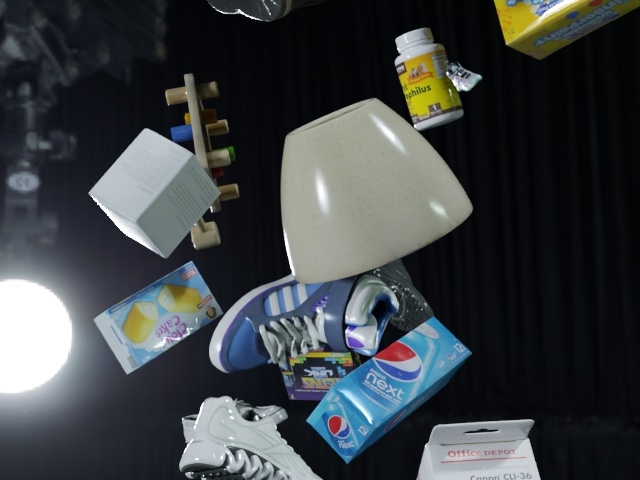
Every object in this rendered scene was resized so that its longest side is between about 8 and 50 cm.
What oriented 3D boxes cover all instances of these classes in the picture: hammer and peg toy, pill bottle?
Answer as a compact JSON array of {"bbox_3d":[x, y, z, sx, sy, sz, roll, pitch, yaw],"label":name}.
[{"bbox_3d":[-0.266,-0.180,2.210,0.127,0.361,0.266,-10,-22,-2],"label":"hammer and peg toy"},{"bbox_3d":[0.241,-0.366,2.140,0.117,0.215,0.117,-18,1,0],"label":"pill bottle"}]

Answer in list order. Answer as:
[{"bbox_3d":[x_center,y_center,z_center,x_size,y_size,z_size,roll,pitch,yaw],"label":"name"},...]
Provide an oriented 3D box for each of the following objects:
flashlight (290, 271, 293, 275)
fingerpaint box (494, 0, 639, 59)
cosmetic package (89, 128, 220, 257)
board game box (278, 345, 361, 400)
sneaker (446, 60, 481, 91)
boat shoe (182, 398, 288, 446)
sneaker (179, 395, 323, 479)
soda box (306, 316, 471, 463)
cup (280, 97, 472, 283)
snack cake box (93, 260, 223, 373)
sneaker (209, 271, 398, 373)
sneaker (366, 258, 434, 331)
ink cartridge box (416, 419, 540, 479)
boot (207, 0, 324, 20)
[{"bbox_3d":[0.000,0.000,2.246,0.103,0.304,0.103,17,-34,8],"label":"flashlight"},{"bbox_3d":[0.571,-0.661,2.020,0.445,0.371,0.163,-25,-21,38],"label":"fingerpaint box"},{"bbox_3d":[-0.335,-0.096,1.926,0.151,0.183,0.151,29,-18,31],"label":"cosmetic package"},{"bbox_3d":[0.002,0.277,2.018,0.170,0.141,0.048,-2,33,20],"label":"board game box"},{"bbox_3d":[0.273,-0.328,1.853,0.069,0.038,0.098,47,-10,-12],"label":"sneaker"},{"bbox_3d":[-0.189,0.381,2.015,0.267,0.088,0.096,-22,-1,37],"label":"boat shoe"},{"bbox_3d":[-0.080,0.315,1.376,0.110,0.118,0.292,-15,-35,30],"label":"sneaker"},{"bbox_3d":[0.083,0.166,1.078,0.210,0.067,0.071,-27,-25,-48],"label":"soda box"},{"bbox_3d":[0.062,-0.103,1.616,0.331,0.237,0.331,-23,10,4],"label":"cup"},{"bbox_3d":[-0.376,0.179,2.217,0.264,0.152,0.089,-33,1,-41],"label":"snack cake box"},{"bbox_3d":[-0.014,0.156,1.683,0.323,0.130,0.236,-33,34,-27],"label":"sneaker"},{"bbox_3d":[0.172,0.097,2.231,0.130,0.286,0.109,-22,-29,-50],"label":"sneaker"},{"bbox_3d":[0.168,0.274,1.027,0.115,0.067,0.198,-3,-43,-6],"label":"ink cartridge box"},{"bbox_3d":[-0.095,-0.616,2.187,0.284,0.138,0.377,-22,33,-30],"label":"boot"}]
